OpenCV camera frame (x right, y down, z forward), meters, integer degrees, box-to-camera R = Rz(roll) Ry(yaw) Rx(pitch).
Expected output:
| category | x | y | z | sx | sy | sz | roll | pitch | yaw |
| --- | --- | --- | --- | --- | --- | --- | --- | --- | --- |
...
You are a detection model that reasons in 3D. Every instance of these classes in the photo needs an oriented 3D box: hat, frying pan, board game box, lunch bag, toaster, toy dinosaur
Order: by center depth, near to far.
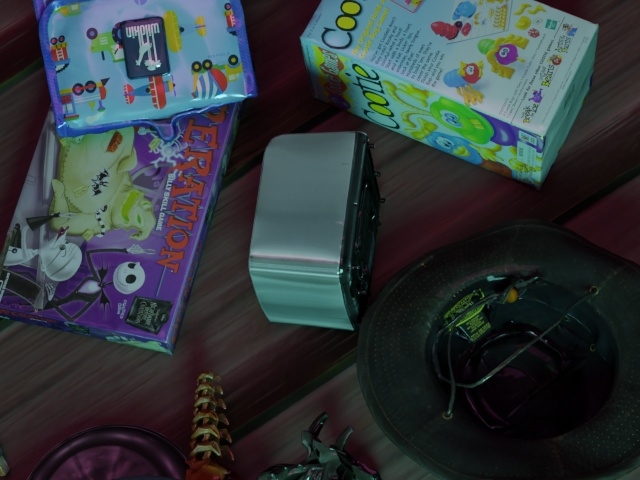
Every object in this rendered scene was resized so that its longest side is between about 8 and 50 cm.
| category | x | y | z | sx | sy | sz | roll | pitch | yaw |
| --- | --- | --- | --- | --- | --- | --- | --- | --- | --- |
| toy dinosaur | -0.053 | 0.276 | 1.633 | 0.218 | 0.164 | 0.322 | -28 | 89 | 11 |
| hat | 0.203 | 0.142 | 1.662 | 0.331 | 0.134 | 0.331 | -8 | 49 | 9 |
| frying pan | -0.232 | 0.331 | 1.678 | 0.197 | 0.053 | 0.326 | 13 | 67 | 12 |
| toaster | 0.000 | 0.000 | 1.724 | 0.110 | 0.168 | 0.186 | 3 | 67 | 10 |
| board game box | 0.137 | -0.188 | 1.797 | 0.275 | 0.142 | 0.144 | 24 | 72 | 14 |
| lunch bag | -0.194 | -0.246 | 1.833 | 0.221 | 0.138 | 0.293 | -11 | 82 | 0 |
| board game box | -0.213 | -0.062 | 1.835 | 0.208 | 0.056 | 0.347 | 12 | 69 | 6 |

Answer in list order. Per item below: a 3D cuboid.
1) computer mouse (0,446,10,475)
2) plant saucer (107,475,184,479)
| category | x | y | z | sx | sy | sz | roll | pitch | yaw |
| --- | --- | --- | --- | --- | --- | --- | --- | --- | --- |
| computer mouse | -0.377 | 0.285 | 1.694 | 0.184 | 0.060 | 0.262 | -31 | 92 | -43 |
| plant saucer | -0.190 | 0.358 | 1.548 | 0.317 | 0.044 | 0.318 | -8 | 59 | 14 |
